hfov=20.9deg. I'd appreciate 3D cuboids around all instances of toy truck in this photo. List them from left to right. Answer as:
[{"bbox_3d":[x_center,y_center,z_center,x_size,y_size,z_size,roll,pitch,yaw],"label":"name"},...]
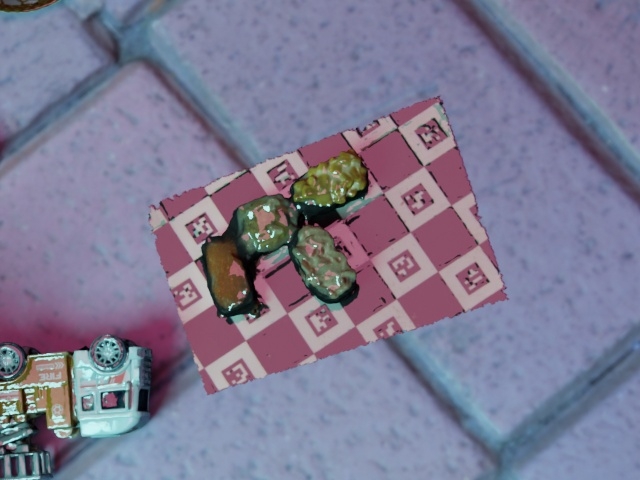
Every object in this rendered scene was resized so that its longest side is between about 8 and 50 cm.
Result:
[{"bbox_3d":[-0.227,0.141,1.452,0.178,0.080,0.115,-7,83,4],"label":"toy truck"}]

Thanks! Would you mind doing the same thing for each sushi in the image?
[{"bbox_3d":[0.000,0.000,1.485,0.279,0.043,0.192,-18,77,0],"label":"sushi"}]

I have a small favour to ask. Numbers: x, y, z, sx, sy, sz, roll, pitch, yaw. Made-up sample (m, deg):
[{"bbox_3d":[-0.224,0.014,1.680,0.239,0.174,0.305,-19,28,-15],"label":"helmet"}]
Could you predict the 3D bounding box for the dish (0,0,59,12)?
[{"bbox_3d":[-0.276,-0.282,1.553,0.141,0.078,0.141,-7,116,-13],"label":"dish"}]
